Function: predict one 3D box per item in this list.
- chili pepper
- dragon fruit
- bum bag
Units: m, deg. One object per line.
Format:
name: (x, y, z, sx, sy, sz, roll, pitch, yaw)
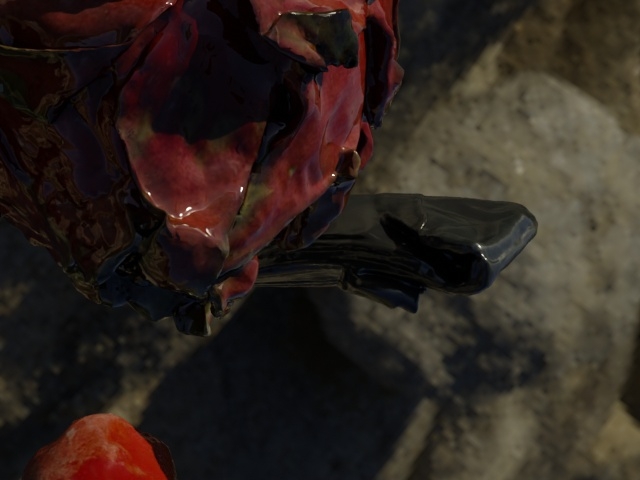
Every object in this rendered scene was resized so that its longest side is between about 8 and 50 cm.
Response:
chili pepper: (-0.123, 0.144, 1.062, 0.084, 0.192, 0.086, -38, 111, 11)
dragon fruit: (-0.081, -0.098, 0.877, 0.244, 0.299, 0.244, -3, 140, -2)
bum bag: (0.000, 0.000, 1.093, 0.123, 0.248, 0.060, -38, 129, -66)
